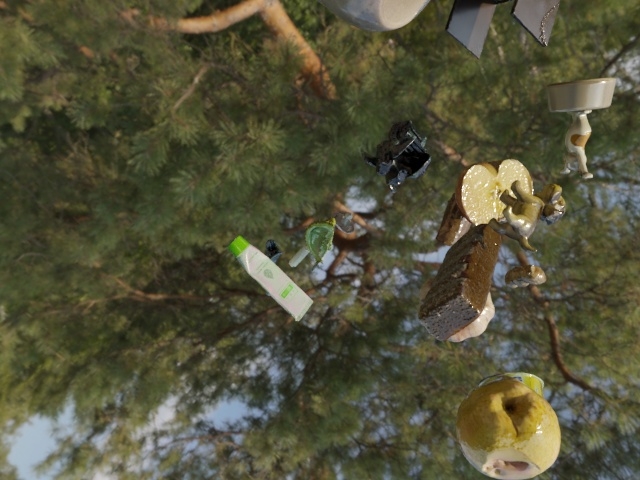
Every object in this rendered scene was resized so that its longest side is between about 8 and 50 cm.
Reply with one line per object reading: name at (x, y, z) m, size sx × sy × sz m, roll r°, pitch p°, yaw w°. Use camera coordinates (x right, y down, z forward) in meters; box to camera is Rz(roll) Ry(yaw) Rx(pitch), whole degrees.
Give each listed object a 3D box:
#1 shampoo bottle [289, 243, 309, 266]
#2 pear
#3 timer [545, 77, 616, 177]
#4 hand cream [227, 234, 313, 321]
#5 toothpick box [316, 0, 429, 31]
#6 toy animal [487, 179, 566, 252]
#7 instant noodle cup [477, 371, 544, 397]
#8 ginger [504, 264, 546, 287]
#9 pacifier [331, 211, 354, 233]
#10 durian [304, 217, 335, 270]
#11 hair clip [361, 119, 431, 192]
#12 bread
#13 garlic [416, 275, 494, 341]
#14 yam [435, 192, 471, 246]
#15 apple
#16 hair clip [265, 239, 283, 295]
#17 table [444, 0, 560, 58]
shampoo bottle at (-0.058, 0.038, 1.685) m, size 0.141 × 0.034 × 0.049 m, roll -46°, pitch 176°, yaw 39°
pear at (0.485, 0.490, 1.280) m, size 0.271 × 0.271 × 0.271 m, roll -35°, pitch -158°, yaw 16°
timer at (0.731, -0.315, 1.394) m, size 0.175 × 0.266 × 0.175 m, roll -5°, pitch -167°, yaw 1°
hand cream at (-0.137, 0.100, 1.325) m, size 0.079 × 0.275 × 0.050 m, roll -47°, pitch -174°, yaw -14°
toothpick box at (0.124, -0.858, 1.444) m, size 0.409 × 0.425 × 0.409 m, roll -37°, pitch 159°, yaw -17°
toy animal at (0.588, -0.086, 1.390) m, size 0.233 × 0.169 × 0.121 m, roll -43°, pitch 169°, yaw -27°
instant noodle cup at (0.599, 0.516, 1.507) m, size 0.205 × 0.205 × 0.153 m, roll -29°, pitch -141°, yaw 29°
ginger at (0.797, 0.145, 1.938) m, size 0.080 × 0.104 × 0.204 m, roll -69°, pitch -169°, yaw -15°
pacifier at (0.089, -0.074, 1.746) m, size 0.081 × 0.099 × 0.078 m, roll -46°, pitch 176°, yaw -46°
durian at (0.000, 0.000, 1.500) m, size 0.215 × 0.086 × 0.100 m, roll 111°, pitch -26°, yaw -47°
hair clip at (0.283, -0.300, 1.765) m, size 0.206 × 0.194 × 0.310 m, roll -37°, pitch -164°, yaw 23°
bread at (0.404, 0.099, 1.393) m, size 0.165 × 0.113 × 0.416 m, roll -45°, pitch -178°, yaw 38°
garlic at (0.403, 0.194, 1.542) m, size 0.245 × 0.253 × 0.245 m, roll -14°, pitch -119°, yaw 27°
yam at (0.568, -0.084, 2.041) m, size 0.238 × 0.128 × 0.129 m, roll -67°, pitch -161°, yaw 4°
apple at (0.641, -0.177, 1.884) m, size 0.293 × 0.251 × 0.163 m, roll -10°, pitch -176°, yaw -8°
hair clip at (-0.194, 0.116, 1.943) m, size 0.048 × 0.083 × 0.275 m, roll -25°, pitch 146°, yaw -32°
table at (0.554, -0.732, 1.464) m, size 0.251 × 0.196 × 0.282 m, roll 15°, pitch -94°, yaw 52°
